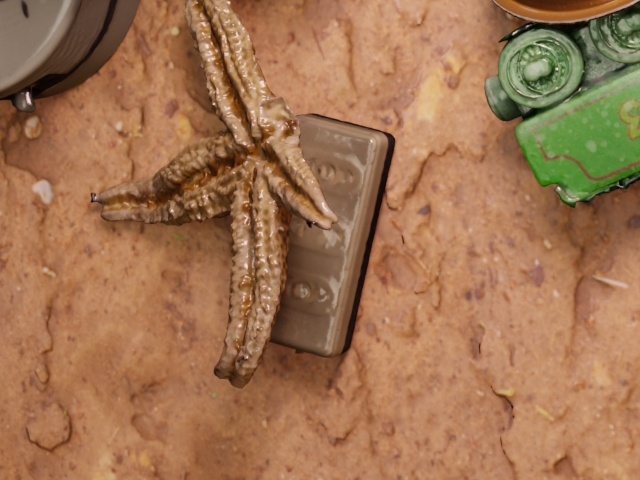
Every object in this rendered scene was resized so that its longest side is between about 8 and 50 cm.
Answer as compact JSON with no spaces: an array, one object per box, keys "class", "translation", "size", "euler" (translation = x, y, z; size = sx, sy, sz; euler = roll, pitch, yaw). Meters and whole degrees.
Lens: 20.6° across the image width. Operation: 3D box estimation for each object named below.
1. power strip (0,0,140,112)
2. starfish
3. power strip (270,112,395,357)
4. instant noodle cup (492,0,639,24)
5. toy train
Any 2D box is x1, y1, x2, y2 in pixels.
[{"class":"power strip","translation":[-0.366,-0.310,1.948],"size":[0.357,0.161,0.357],"euler":[2,95,21]},{"class":"starfish","translation":[-0.110,-0.074,1.867],"size":[0.324,0.082,0.432],"euler":[-57,49,32]},{"class":"power strip","translation":[0.000,0.000,1.866],"size":[0.105,0.070,0.257],"euler":[15,101,22]},{"class":"instant noodle cup","translation":[0.250,-0.337,1.651],"size":[0.274,0.091,0.274],"euler":[-19,49,24]},{"class":"toy train","translation":[0.288,-0.151,1.706],"size":[0.243,0.132,0.188],"euler":[-24,93,22]}]
